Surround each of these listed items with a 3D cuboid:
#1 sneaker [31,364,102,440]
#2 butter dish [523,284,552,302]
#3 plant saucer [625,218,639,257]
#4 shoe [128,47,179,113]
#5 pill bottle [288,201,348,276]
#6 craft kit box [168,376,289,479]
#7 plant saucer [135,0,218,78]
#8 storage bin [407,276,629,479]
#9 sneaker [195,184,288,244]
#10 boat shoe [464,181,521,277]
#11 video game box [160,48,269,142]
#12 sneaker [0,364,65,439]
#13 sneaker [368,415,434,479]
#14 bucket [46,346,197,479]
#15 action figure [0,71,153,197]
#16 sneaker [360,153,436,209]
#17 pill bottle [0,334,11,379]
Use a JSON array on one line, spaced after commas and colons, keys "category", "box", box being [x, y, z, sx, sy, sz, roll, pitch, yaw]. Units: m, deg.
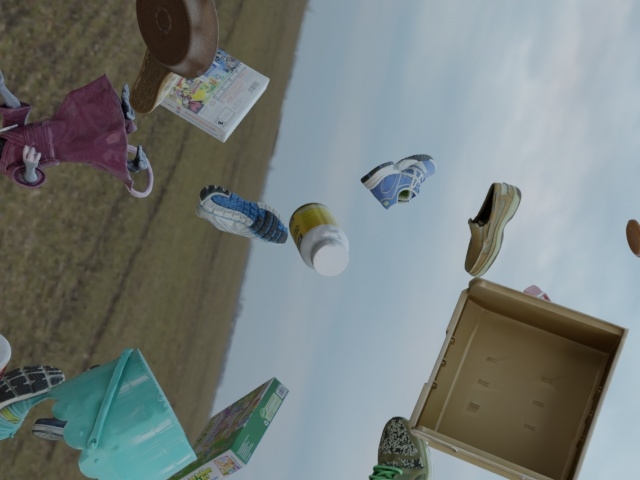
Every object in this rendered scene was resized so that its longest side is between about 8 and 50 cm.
[{"category": "sneaker", "box": [-0.503, 0.338, 1.934, 0.226, 0.086, 0.163, 20, 67, -55]}, {"category": "butter dish", "box": [0.507, 0.200, 2.211, 0.118, 0.159, 0.160, -35, 170, 22]}, {"category": "plant saucer", "box": [0.663, -0.004, 1.948, 0.083, 0.013, 0.083, -13, 90, -90]}, {"category": "shoe", "box": [-0.287, -0.330, 1.704, 0.219, 0.077, 0.058, -50, -175, 31]}, {"category": "pill bottle", "box": [0.000, 0.000, 1.917, 0.184, 0.103, 0.103, -118, -141, -61]}, {"category": "craft kit box", "box": [-0.206, 0.438, 2.031, 0.247, 0.061, 0.250, -40, -171, 34]}, {"category": "plant saucer", "box": [-0.237, -0.351, 1.462, 0.036, 0.198, 0.198, -24, 144, -39]}, {"category": "storage bin", "box": [0.299, 0.224, 1.428, 0.123, 0.260, 0.262, 69, 44, -67]}, {"category": "sneaker", "box": [-0.154, -0.039, 1.781, 0.083, 0.191, 0.071, -47, -161, 54]}, {"category": "boat shoe", "box": [0.304, -0.023, 1.731, 0.068, 0.072, 0.190, 42, -65, 59]}, {"category": "video game box", "box": [-0.248, -0.347, 2.137, 0.205, 0.187, 0.048, -57, 179, -34]}, {"category": "sneaker", "box": [-0.656, 0.352, 1.924, 0.107, 0.275, 0.110, 46, -19, 55]}, {"category": "sneaker", "box": [0.155, 0.613, 2.209, 0.158, 0.182, 0.410, -10, -120, 36]}, {"category": "bucket", "box": [-0.365, 0.346, 1.720, 0.281, 0.183, 0.281, 56, -14, 21]}, {"category": "action figure", "box": [-0.559, -0.210, 1.912, 0.275, 0.370, 0.248, 80, -3, -66]}, {"category": "sneaker", "box": [0.162, -0.113, 1.809, 0.211, 0.081, 0.080, -22, 168, -46]}, {"category": "pill bottle", "box": [-0.649, 0.243, 1.769, 0.152, 0.086, 0.086, -51, -158, 45]}]
